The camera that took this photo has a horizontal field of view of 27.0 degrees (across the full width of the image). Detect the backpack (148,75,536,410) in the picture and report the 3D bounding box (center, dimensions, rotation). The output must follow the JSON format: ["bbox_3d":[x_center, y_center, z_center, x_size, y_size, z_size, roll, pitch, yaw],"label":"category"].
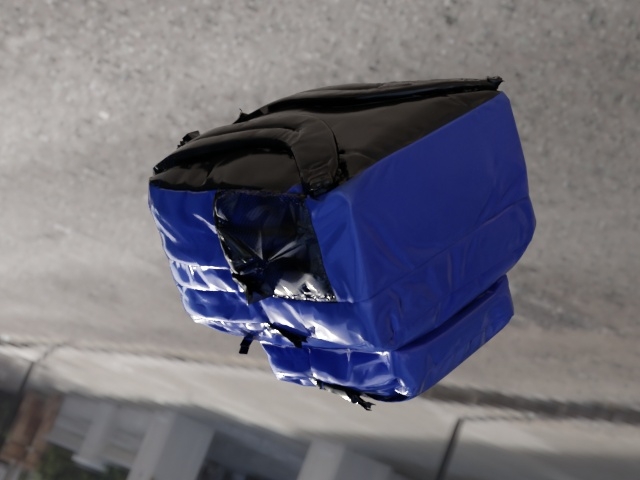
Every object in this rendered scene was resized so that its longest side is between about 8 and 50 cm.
[{"bbox_3d":[0.000,0.000,0.464,0.120,0.101,0.098,7,-156,45],"label":"backpack"}]
